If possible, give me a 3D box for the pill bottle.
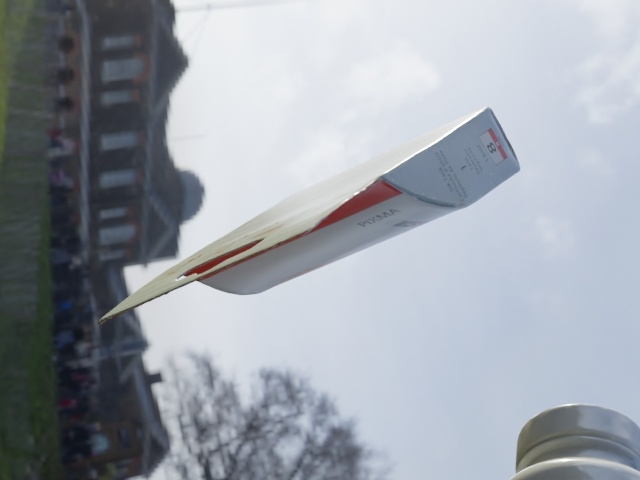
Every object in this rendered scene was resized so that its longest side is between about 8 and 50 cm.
[{"bbox_3d":[0.129,0.167,0.599,0.169,0.094,0.094,-78,180,-46],"label":"pill bottle"}]

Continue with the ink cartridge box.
[{"bbox_3d":[0.000,0.000,0.597,0.145,0.179,0.045,-23,-80,39],"label":"ink cartridge box"}]
